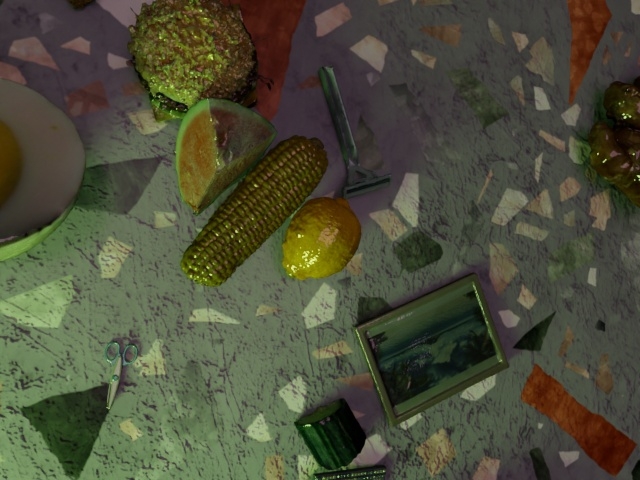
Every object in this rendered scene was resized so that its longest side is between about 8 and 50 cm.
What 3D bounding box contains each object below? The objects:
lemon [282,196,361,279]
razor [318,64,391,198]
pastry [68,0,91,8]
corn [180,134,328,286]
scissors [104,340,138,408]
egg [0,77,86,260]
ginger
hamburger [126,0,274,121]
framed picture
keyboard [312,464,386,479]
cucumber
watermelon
[{"bbox_3d":[0.000,0.000,0.969,0.142,0.142,0.187,39,89,-12],"label":"lemon"},{"bbox_3d":[0.052,-0.229,1.045,0.111,0.056,0.278,-17,86,-15],"label":"razor"},{"bbox_3d":[-0.447,-0.498,0.901,0.080,0.056,0.140,-28,98,-4],"label":"pastry"},{"bbox_3d":[-0.120,-0.062,0.946,0.120,0.120,0.363,44,75,-10],"label":"corn"},{"bbox_3d":[-0.372,0.246,0.915,0.058,0.014,0.119,11,81,-15],"label":"scissors"},{"bbox_3d":[-0.534,-0.087,0.784,0.337,0.201,0.337,7,62,-14],"label":"egg"},{"bbox_3d":[0.792,-0.252,1.215,0.274,0.152,0.358,27,80,6],"label":"ginger"},{"bbox_3d":[-0.220,-0.341,0.918,0.261,0.138,0.243,-15,92,-16],"label":"hamburger"},{"bbox_3d":[0.248,0.234,1.093,0.314,0.024,0.232,-22,93,-17],"label":"framed picture"},{"bbox_3d":[0.059,0.491,1.011,0.176,0.014,0.055,9,88,-31],"label":"keyboard"},{"bbox_3d":[0.026,0.387,1.004,0.116,0.062,0.115,-30,100,-14],"label":"cucumber"},{"bbox_3d":[-0.174,-0.162,0.927,0.146,0.231,0.128,-18,71,-40],"label":"watermelon"}]
